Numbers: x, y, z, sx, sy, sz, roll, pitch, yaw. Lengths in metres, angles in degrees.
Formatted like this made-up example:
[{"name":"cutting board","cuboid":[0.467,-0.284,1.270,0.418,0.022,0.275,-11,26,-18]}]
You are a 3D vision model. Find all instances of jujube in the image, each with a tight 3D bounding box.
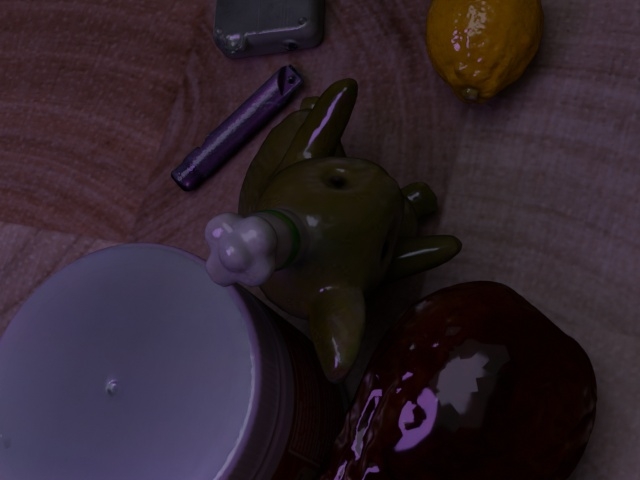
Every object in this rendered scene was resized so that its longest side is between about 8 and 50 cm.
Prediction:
[{"name":"jujube","cuboid":[0.105,0.158,0.934,0.255,0.190,0.190,-46,62,5]}]

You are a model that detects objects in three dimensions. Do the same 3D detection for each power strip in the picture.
[{"name":"power strip","cuboid":[-0.053,-0.319,1.250,0.118,0.046,0.270,-4,68,17]}]

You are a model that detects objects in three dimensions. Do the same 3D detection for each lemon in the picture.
[{"name":"lemon","cuboid":[0.157,-0.203,1.089,0.114,0.114,0.155,7,74,23]}]

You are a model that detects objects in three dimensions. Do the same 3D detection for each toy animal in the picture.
[{"name":"toy animal","cuboid":[0.014,-0.013,0.944,0.180,0.363,0.181,-41,100,2]}]

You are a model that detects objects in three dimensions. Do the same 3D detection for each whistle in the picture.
[{"name":"whistle","cuboid":[-0.087,-0.119,1.194,0.176,0.033,0.033,-43,62,0]}]

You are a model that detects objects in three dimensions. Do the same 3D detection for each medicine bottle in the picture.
[{"name":"medicine bottle","cuboid":[-0.123,0.155,0.984,0.253,0.241,0.252,-8,67,18]}]
